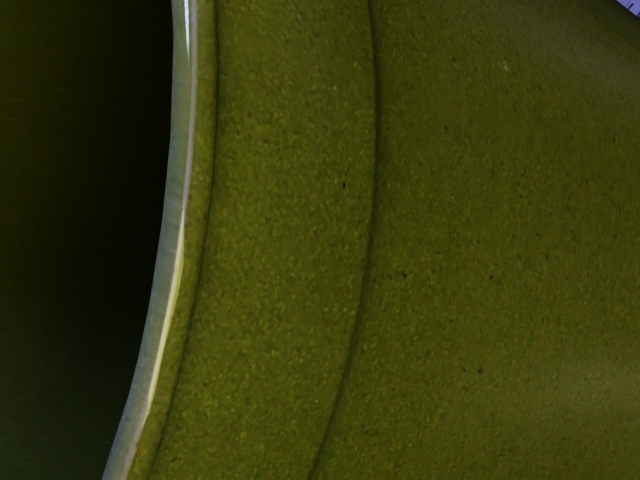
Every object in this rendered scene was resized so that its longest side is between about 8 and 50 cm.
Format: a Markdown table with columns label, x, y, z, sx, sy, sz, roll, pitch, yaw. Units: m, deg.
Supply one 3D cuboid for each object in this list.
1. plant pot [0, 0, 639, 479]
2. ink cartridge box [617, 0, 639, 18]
| label | x | y | z | sx | sy | sz | roll | pitch | yaw |
| --- | --- | --- | --- | --- | --- | --- | --- | --- | --- |
| plant pot | 0.000 | 0.000 | 0.652 | 0.353 | 0.366 | 0.366 | 7 | 109 | -35 |
| ink cartridge box | 0.196 | -0.092 | 0.825 | 0.099 | 0.056 | 0.135 | 35 | 96 | -30 |
